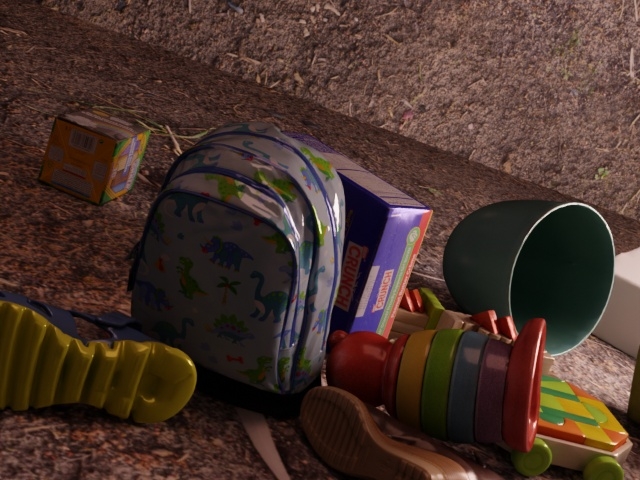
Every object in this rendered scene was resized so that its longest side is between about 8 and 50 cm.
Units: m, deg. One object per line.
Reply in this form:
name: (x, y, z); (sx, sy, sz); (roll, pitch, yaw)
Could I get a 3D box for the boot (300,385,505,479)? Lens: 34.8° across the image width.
boot: (0.109, 0.275, 1.309); (0.248, 0.090, 0.207); (29, 4, 41)

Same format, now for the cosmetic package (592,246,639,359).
cosmetic package: (0.804, 0.196, 2.160); (0.453, 0.161, 0.230); (32, 29, 32)

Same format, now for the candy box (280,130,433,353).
candy box: (0.000, 0.000, 1.665); (0.122, 0.268, 0.317); (-2, 29, -45)

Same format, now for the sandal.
sandal: (-0.307, 0.126, 1.182); (0.317, 0.126, 0.138); (21, 11, -30)

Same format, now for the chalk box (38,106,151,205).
chalk box: (-0.415, -0.165, 1.927); (0.132, 0.132, 0.213); (22, 16, 6)

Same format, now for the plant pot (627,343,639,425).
plant pot: (0.681, 0.268, 1.732); (0.294, 0.274, 0.275); (10, 12, 19)

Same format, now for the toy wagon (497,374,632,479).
toy wagon: (0.298, 0.262, 1.550); (0.345, 0.068, 0.267); (17, 17, -15)

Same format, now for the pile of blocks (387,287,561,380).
pile of blocks: (0.252, 0.153, 1.763); (0.362, 0.112, 0.149); (23, 17, 4)

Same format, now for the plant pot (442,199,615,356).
plant pot: (0.379, 0.054, 1.963); (0.293, 0.292, 0.235); (8, 5, -37)

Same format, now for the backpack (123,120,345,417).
backpack: (-0.103, 0.027, 1.305); (0.290, 0.355, 0.273); (26, 18, 15)

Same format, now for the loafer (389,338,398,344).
loafer: (0.132, 0.187, 1.615); (0.056, 0.050, 0.148); (19, 17, -7)

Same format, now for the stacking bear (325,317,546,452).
stacking bear: (0.148, 0.189, 1.393); (0.289, 0.175, 0.164); (6, 19, 17)
